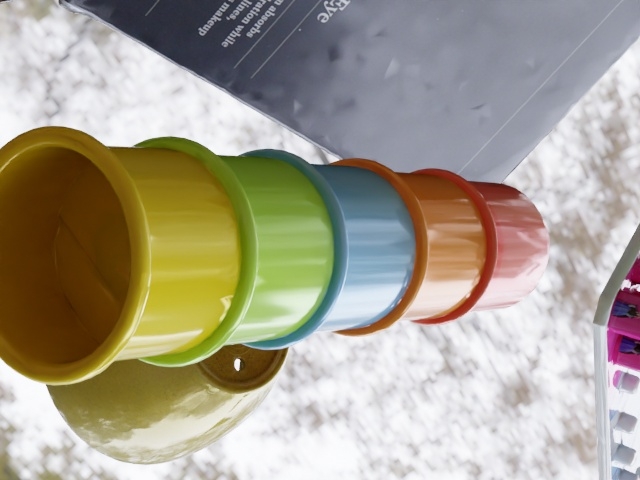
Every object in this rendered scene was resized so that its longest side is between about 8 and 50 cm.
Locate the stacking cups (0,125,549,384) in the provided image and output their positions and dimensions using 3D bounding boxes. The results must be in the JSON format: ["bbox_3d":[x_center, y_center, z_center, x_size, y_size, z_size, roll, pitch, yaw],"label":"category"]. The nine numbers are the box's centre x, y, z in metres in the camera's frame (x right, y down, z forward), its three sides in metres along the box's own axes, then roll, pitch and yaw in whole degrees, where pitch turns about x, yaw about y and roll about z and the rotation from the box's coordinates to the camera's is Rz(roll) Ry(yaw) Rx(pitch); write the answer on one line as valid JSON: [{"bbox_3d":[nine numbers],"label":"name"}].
[{"bbox_3d":[0.000,0.000,0.770,0.096,0.316,0.096,2,-87,39],"label":"stacking cups"}]

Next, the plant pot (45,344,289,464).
[{"bbox_3d":[-0.071,0.052,0.975,0.095,0.134,0.134,-13,-139,53],"label":"plant pot"}]

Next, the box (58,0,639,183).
[{"bbox_3d":[0.057,-0.232,1.050,0.343,0.312,0.179,-47,-144,19],"label":"box"}]

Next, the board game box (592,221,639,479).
[{"bbox_3d":[0.318,0.040,1.420,0.050,0.390,0.390,19,-124,24],"label":"board game box"}]

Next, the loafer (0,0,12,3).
[{"bbox_3d":[-0.194,-0.137,0.759,0.302,0.095,0.109,8,-133,18],"label":"loafer"}]
